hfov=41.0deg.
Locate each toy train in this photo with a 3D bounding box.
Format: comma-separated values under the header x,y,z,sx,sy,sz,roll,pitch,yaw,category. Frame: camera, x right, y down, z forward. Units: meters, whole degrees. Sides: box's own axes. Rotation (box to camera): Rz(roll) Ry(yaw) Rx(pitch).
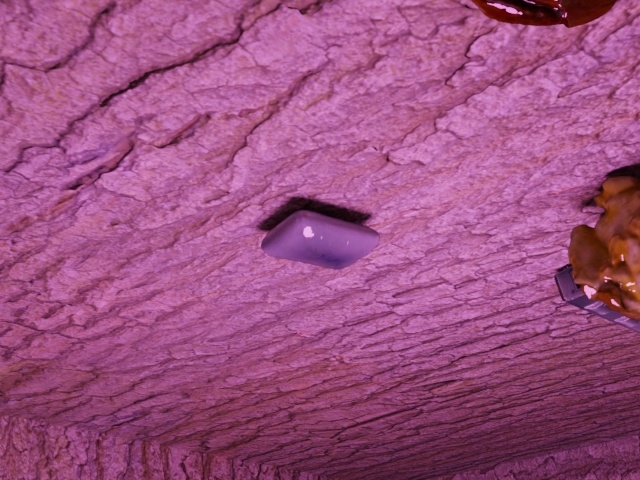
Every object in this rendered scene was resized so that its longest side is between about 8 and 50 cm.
x,y,z,sx,sy,sz,roll,pitch,yaw,category
0.658,0.136,1.879,0.086,0.089,0.409,-32,143,34,toy train

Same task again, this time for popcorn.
x,y,z,sx,sy,sz,roll,pitch,yaw,category
0.561,0.020,1.456,0.293,0.237,0.293,17,-170,-3,popcorn

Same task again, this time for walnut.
x,y,z,sx,sy,sz,roll,pitch,yaw,category
0.232,-0.288,0.923,0.207,0.115,0.116,5,152,-19,walnut

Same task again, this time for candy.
x,y,z,sx,sy,sz,roll,pitch,yaw,category
0.000,0.000,1.493,0.174,0.071,0.138,14,148,-32,candy
